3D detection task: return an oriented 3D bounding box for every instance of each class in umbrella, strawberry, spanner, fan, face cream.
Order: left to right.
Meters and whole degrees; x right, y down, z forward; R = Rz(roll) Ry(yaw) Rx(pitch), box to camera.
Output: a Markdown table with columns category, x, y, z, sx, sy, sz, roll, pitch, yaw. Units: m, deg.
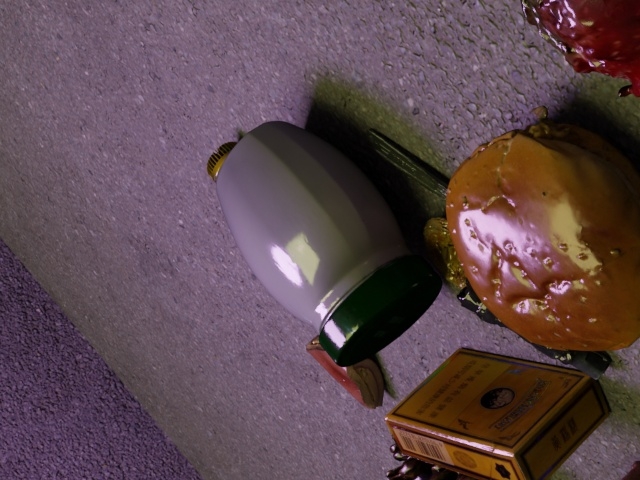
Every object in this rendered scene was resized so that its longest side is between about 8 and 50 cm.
| category | x | y | z | sx | sy | sz | roll | pitch | yaw |
| --- | --- | --- | --- | --- | --- | --- | --- | --- | --- |
| fan | -0.162 | -0.121 | 2.139 | 0.039 | 0.082 | 0.155 | 44 | 164 | 25 |
| face cream | 0.000 | 0.000 | 1.845 | 0.357 | 0.219 | 0.312 | 51 | 160 | 19 |
| spanner | 0.183 | -0.073 | 1.708 | 0.325 | 0.026 | 0.093 | 37 | 149 | 28 |
| umbrella | 0.306 | 0.124 | 1.693 | 0.235 | 0.059 | 0.066 | 32 | 150 | 4 |
| strawberry | 0.286 | -0.276 | 1.110 | 0.274 | 0.220 | 0.274 | 55 | -168 | -17 |

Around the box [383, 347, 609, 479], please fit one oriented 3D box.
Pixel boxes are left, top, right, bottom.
| category | x | y | z | sx | sy | sz | roll | pitch | yaw |
| --- | --- | --- | --- | --- | --- | --- | --- | --- | --- |
| box | 0.265 | 0.270 | 1.817 | 0.301 | 0.193 | 0.084 | 5 | 129 | 55 |

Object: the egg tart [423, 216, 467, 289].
| category | x | y | z | sx | sy | sz | roll | pitch | yaw |
| --- | --- | --- | --- | --- | --- | --- | --- | --- | --- |
| egg tart | 0.206 | 0.013 | 1.755 | 0.129 | 0.049 | 0.129 | 42 | 154 | 26 |

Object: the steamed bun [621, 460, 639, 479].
| category | x | y | z | sx | sy | sz | roll | pitch | yaw |
| --- | --- | --- | --- | --- | --- | --- | --- | --- | --- |
| steamed bun | 0.458 | 0.415 | 1.752 | 0.106 | 0.144 | 0.175 | 35 | 144 | 32 |

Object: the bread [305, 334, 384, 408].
| category | x | y | z | sx | sy | sz | roll | pitch | yaw |
| --- | --- | --- | --- | --- | --- | --- | --- | --- | --- |
| bread | 0.052 | 0.232 | 2.242 | 0.192 | 0.067 | 0.119 | 43 | 160 | 18 |

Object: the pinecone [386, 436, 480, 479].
| category | x | y | z | sx | sy | sz | roll | pitch | yaw |
| --- | --- | --- | --- | --- | --- | --- | --- | --- | --- |
| pinecone | 0.225 | 0.420 | 2.038 | 0.243 | 0.243 | 0.257 | -6 | 99 | 59 |

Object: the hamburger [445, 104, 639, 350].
| category | x | y | z | sx | sy | sz | roll | pitch | yaw |
| --- | --- | --- | --- | --- | --- | --- | --- | --- | --- |
| hamburger | 0.296 | -0.007 | 1.460 | 0.289 | 0.170 | 0.314 | -18 | 107 | 55 |
